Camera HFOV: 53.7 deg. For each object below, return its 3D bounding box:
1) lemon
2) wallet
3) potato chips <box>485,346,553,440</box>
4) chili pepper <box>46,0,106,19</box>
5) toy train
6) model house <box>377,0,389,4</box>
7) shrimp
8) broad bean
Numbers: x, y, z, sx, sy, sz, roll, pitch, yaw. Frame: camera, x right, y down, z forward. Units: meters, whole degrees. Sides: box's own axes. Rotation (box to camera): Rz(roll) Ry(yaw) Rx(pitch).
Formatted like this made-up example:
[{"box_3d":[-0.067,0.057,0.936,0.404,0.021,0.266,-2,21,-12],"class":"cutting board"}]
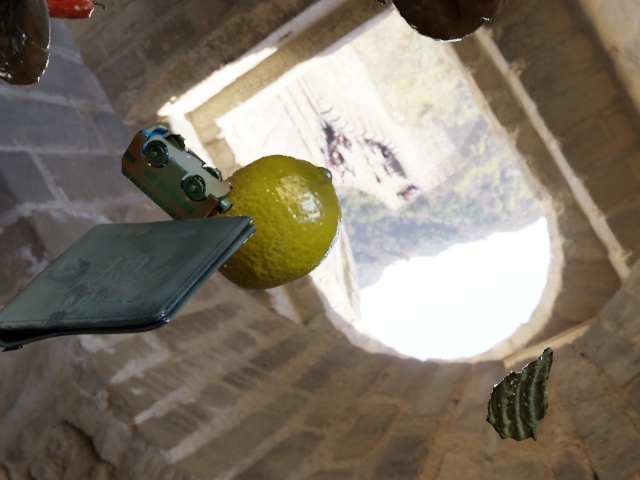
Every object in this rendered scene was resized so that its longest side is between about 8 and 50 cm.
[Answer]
[{"box_3d":[-0.116,-0.041,1.486,0.336,0.336,0.336,-30,178,-1],"class":"lemon"},{"box_3d":[-0.257,0.047,0.833,0.291,0.054,0.251,-4,-150,24],"class":"wallet"},{"box_3d":[0.301,0.239,0.959,0.092,0.207,0.028,-3,-142,5],"class":"potato chips"},{"box_3d":[-0.574,-0.523,1.392,0.071,0.063,0.272,-56,168,29],"class":"chili pepper"},{"box_3d":[-0.228,-0.098,1.011,0.099,0.188,0.072,-46,-178,26],"class":"toy train"},{"box_3d":[0.106,-0.404,0.943,0.083,0.058,0.057,-51,-169,-12],"class":"model house"},{"box_3d":[-0.427,-0.353,0.830,0.062,0.164,0.316,-53,153,-51],"class":"shrimp"},{"box_3d":[0.175,-0.355,0.786,0.228,0.156,0.122,-65,-163,1],"class":"broad bean"}]
